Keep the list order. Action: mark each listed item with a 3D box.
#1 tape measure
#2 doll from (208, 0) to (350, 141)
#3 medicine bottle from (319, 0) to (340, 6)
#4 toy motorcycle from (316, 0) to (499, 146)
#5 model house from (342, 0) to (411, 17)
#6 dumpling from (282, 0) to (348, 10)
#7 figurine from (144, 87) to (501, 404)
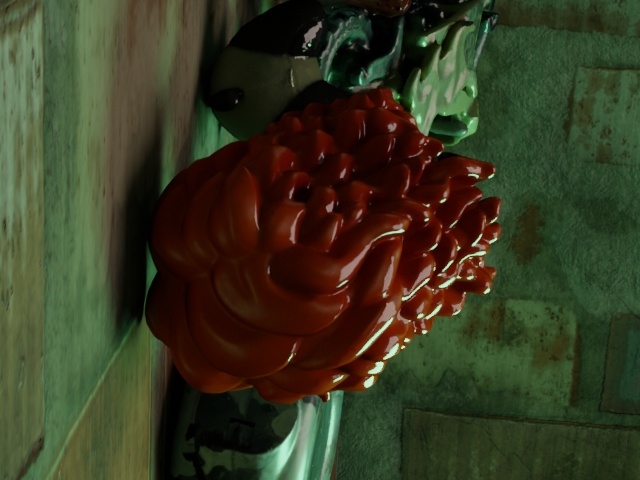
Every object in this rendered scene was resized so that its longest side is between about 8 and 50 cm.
[{"bbox_3d":[-0.067,0.201,1.545,0.275,0.147,0.256,-67,165,-62],"label":"tape measure"},{"bbox_3d":[-0.041,-0.152,1.575,0.234,0.135,0.143,-11,84,-88],"label":"doll"},{"bbox_3d":[-0.010,-0.333,1.701,0.225,0.139,0.139,-14,109,-85],"label":"medicine bottle"},{"bbox_3d":[0.089,-0.194,1.848,0.410,0.169,0.237,-29,132,-50],"label":"toy motorcycle"},{"bbox_3d":[0.005,-0.331,1.450,0.254,0.196,0.160,68,41,-79],"label":"model house"},{"bbox_3d":[0.014,-0.334,1.955,0.162,0.132,0.250,-26,103,-45],"label":"dumpling"},{"bbox_3d":[-0.005,0.000,1.383,0.412,0.306,0.241,-123,-159,-83],"label":"figurine"}]
